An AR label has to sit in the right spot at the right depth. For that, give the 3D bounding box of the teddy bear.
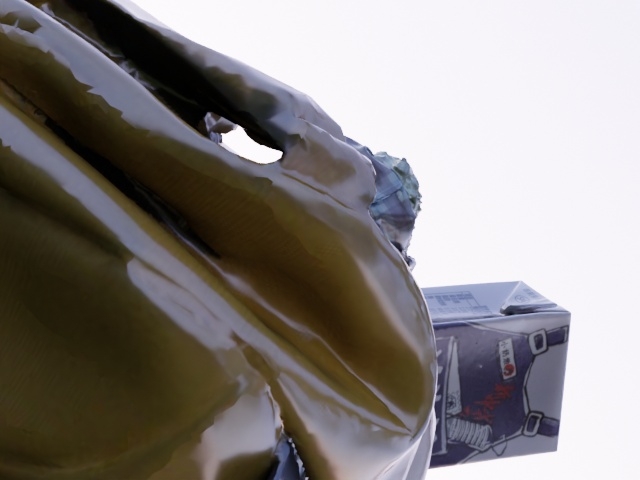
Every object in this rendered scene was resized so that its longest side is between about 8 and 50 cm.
[{"bbox_3d":[0.017,-0.013,1.301,0.133,0.111,0.213,54,18,10],"label":"teddy bear"}]

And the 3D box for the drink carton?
[{"bbox_3d":[0.093,0.115,1.629,0.102,0.222,0.134,-147,-124,-61],"label":"drink carton"}]

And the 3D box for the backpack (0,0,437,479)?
[{"bbox_3d":[-0.123,0.017,0.767,0.378,0.201,0.353,34,-21,24],"label":"backpack"}]
